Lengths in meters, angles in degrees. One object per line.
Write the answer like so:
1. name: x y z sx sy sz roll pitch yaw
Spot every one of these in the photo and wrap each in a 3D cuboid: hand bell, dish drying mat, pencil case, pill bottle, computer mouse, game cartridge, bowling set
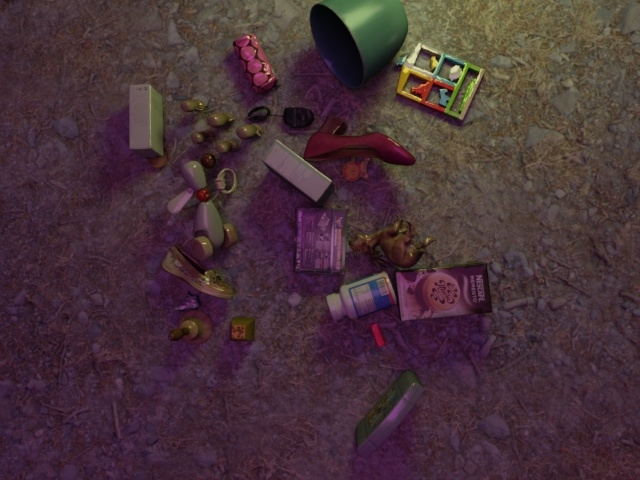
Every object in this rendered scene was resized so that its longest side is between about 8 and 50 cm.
1. hand bell: -0.457 0.306 1.769 0.126 0.242 0.126 0 88 4
2. dish drying mat: 0.199 0.329 1.831 0.032 0.008 0.083 -20 87 3
3. pencil case: -0.225 -0.624 1.850 0.098 0.095 0.209 -29 88 39
4. pill bottle: 0.138 0.194 1.782 0.221 0.124 0.124 -19 87 5
5. computer mouse: -0.140 -0.441 1.869 0.242 0.041 0.071 6 106 10
6. game cartridge: 0.221 0.566 1.729 0.062 0.198 0.297 40 91 5
7. bowling set: -0.368 -0.363 1.847 0.287 0.154 0.200 28 111 3

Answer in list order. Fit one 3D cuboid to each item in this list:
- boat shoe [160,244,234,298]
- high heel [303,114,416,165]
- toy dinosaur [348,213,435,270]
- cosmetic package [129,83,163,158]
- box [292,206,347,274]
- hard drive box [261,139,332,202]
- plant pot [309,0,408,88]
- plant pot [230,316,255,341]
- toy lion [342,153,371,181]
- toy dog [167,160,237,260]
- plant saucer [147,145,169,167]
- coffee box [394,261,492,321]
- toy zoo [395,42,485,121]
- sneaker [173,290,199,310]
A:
1. boat shoe: -0.422 0.115 1.840 0.285 0.104 0.089 27 94 6
2. high heel: 0.126 -0.281 1.767 0.377 0.127 0.181 28 82 30
3. toy dinosaur: 0.247 0.031 1.738 0.200 0.127 0.295 -57 41 4
4. cosmetic package: -0.613 -0.417 1.855 0.085 0.117 0.231 -2 82 6
5. box: 0.000 0.000 1.832 0.183 0.056 0.231 2 89 4
6. hard drive box: -0.072 -0.221 1.782 0.232 0.181 0.089 38 91 4
7. plant pot: 0.143 -0.691 1.734 0.235 0.293 0.293 -35 86 -12
8. plant pot: -0.277 0.313 1.833 0.081 0.083 0.081 2 89 6
9. toy lion: 0.126 -0.253 1.843 0.096 0.034 0.100 8 89 12
10. toy dog: -0.415 -0.095 1.821 0.161 0.220 0.334 -5 85 43
11. plant saucer: -0.586 -0.304 1.908 0.083 0.015 0.084 0 88 5
12. coffee box: 0.405 0.169 1.762 0.297 0.119 0.168 -7 87 5
13. toy zoo: 0.394 -0.557 1.826 0.293 0.030 0.192 24 91 5
14. sneaker: -0.478 0.214 1.879 0.098 0.038 0.069 -9 74 10
